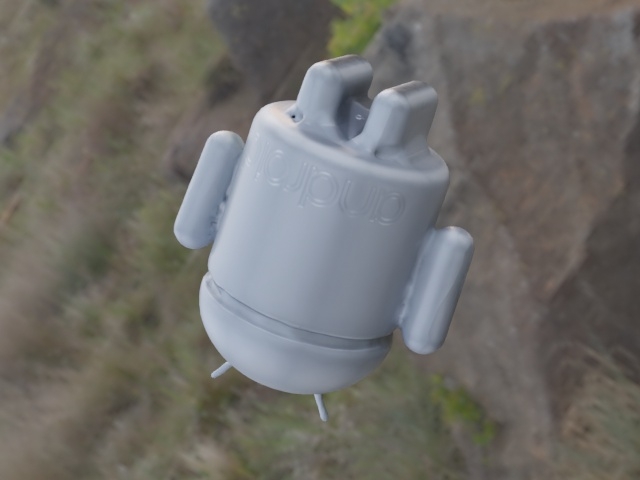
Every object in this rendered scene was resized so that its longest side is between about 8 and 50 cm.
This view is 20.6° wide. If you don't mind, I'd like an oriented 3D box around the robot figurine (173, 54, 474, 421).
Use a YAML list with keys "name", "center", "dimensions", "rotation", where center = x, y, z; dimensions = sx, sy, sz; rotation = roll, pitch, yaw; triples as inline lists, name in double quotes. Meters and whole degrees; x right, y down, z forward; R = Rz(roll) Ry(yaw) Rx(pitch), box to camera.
- name: "robot figurine"
  center: [0.000, 0.000, 1.719]
  dimensions: [0.200, 0.300, 0.353]
  rotation: [-21, -48, -64]
